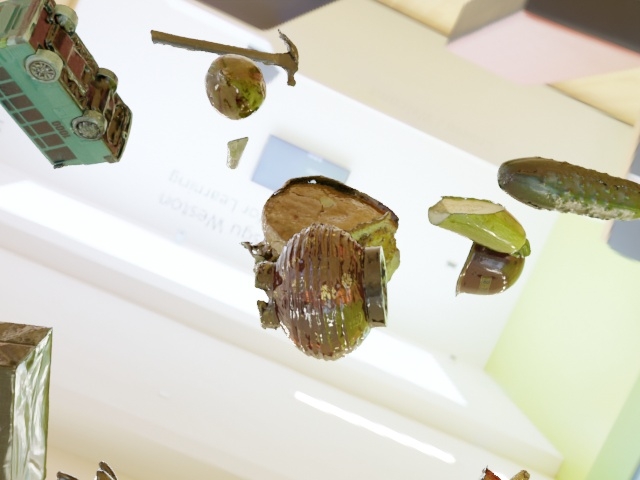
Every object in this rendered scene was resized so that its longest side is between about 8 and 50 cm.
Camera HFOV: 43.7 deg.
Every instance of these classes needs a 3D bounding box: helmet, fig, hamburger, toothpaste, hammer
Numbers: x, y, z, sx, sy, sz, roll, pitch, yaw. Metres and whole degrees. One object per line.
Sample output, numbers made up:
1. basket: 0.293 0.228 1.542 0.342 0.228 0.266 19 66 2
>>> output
1. helmet: 0.304 0.042 1.413 0.106 0.175 0.155 21 -133 7
2. fig: -0.145 -0.258 1.327 0.109 0.103 0.155 54 -174 -3
3. hamburger: 0.000 0.000 1.681 0.318 0.195 0.276 -21 -140 -36
4. toothpaste: -0.189 -0.191 1.766 0.048 0.029 0.197 -14 171 -13
5. hammer: -0.186 -0.375 1.571 0.297 0.125 0.027 5 159 -13

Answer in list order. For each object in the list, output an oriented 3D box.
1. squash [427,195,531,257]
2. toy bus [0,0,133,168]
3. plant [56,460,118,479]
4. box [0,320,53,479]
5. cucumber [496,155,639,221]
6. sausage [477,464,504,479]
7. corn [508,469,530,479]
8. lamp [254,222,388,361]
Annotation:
1. squash: 0.274 -0.026 1.275 0.200 0.075 0.090 21 175 -23
2. toy bus: -0.398 -0.228 1.186 0.147 0.128 0.256 -8 141 16
3. plant: -0.401 0.572 1.533 0.194 0.181 0.321 44 171 51
4. box: -0.436 0.229 1.009 0.148 0.232 0.155 7 -167 -3
5. cucumber: 0.326 -0.061 0.997 0.227 0.069 0.069 10 -170 -15
6. sausage: 0.341 0.449 1.200 0.264 0.083 0.083 33 -172 18
7. corn: 0.452 0.543 1.813 0.028 0.027 0.083 32 143 5
8. lamp: 0.003 0.088 1.370 0.246 0.247 0.247 25 -174 -3
